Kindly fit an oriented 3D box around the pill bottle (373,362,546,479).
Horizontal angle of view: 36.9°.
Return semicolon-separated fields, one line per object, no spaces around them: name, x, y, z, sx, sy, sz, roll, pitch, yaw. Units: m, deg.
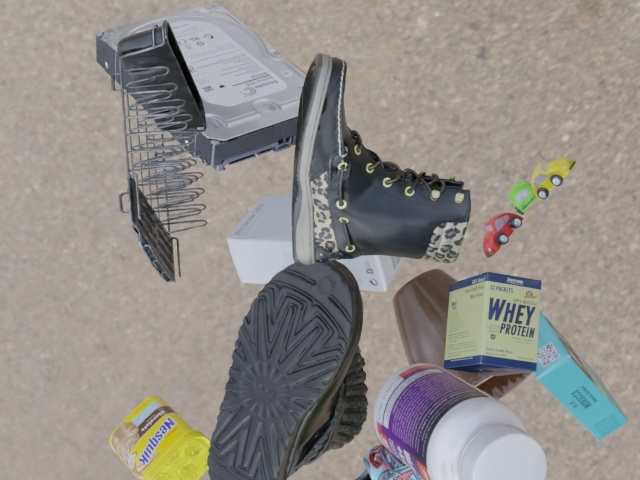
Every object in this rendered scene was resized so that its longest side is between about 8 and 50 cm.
pill bottle;0.138;0.198;0.960;0.193;0.108;0.108;23;132;67

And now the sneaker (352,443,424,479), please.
sneaker;0.145;0.423;1.793;0.262;0.125;0.104;-56;33;23

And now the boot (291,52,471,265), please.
boot;0.063;-0.072;0.958;0.178;0.085;0.236;4;126;-3

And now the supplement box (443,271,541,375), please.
supplement box;0.158;0.079;0.886;0.083;0.056;0.083;148;130;-70

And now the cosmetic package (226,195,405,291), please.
cosmetic package;0.000;0.000;1.315;0.231;0.117;0.085;2;126;27

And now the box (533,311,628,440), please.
box;0.386;0.212;1.484;0.060;0.100;0.244;-37;132;12

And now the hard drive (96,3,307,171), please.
hard drive;-0.164;-0.249;1.487;0.339;0.237;0.064;45;142;32

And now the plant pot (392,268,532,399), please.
plant pot;0.228;0.172;1.674;0.230;0.215;0.215;57;134;23

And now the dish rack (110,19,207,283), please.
dish rack;-0.183;-0.093;1.136;0.074;0.208;0.271;-9;67;4

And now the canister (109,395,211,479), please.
canister;-0.262;0.338;1.568;0.170;0.126;0.073;26;158;52

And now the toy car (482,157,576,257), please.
toy car;0.388;-0.081;1.844;0.053;0.225;0.239;42;104;2

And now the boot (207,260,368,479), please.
boot;-0.003;0.155;1.220;0.131;0.260;0.348;34;115;20
